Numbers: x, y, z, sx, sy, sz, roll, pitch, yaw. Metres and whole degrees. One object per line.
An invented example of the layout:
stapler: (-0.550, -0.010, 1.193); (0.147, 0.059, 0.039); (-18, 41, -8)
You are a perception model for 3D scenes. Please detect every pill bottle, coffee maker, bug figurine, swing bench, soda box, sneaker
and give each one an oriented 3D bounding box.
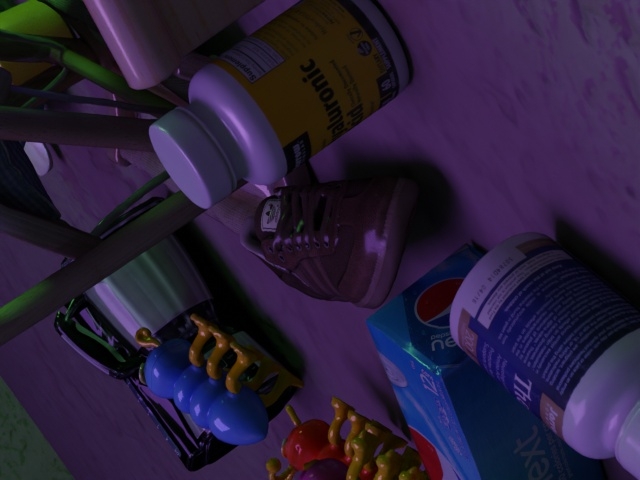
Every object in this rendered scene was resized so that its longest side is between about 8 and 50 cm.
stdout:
pill bottle: (-0.021, -0.066, 0.923); (0.065, 0.116, 0.065); (48, 164, 19)
pill bottle: (0.118, 0.054, 0.867); (0.120, 0.067, 0.067); (42, 160, 36)
coffee maker: (-0.103, 0.073, 1.487); (0.178, 0.120, 0.171); (52, -173, 10)
bug figurine: (0.009, 0.139, 1.176); (0.216, 0.072, 0.279); (33, 178, 33)
swing bench: (-0.174, -0.062, 1.178); (0.253, 0.255, 0.165); (29, 130, 53)
soda box: (0.096, 0.106, 1.030); (0.067, 0.071, 0.210); (36, 156, 46)
sneaker: (0.000, 0.000, 1.047); (0.071, 0.066, 0.188); (16, 168, -8)

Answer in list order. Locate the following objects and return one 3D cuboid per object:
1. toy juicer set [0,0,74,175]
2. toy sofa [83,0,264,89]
toy juicer set: (-0.289, -0.158, 1.539); (0.209, 0.089, 0.329); (53, 164, 4)
toy sofa: (-0.173, -0.181, 1.013); (0.362, 0.177, 0.150); (25, 147, 57)
